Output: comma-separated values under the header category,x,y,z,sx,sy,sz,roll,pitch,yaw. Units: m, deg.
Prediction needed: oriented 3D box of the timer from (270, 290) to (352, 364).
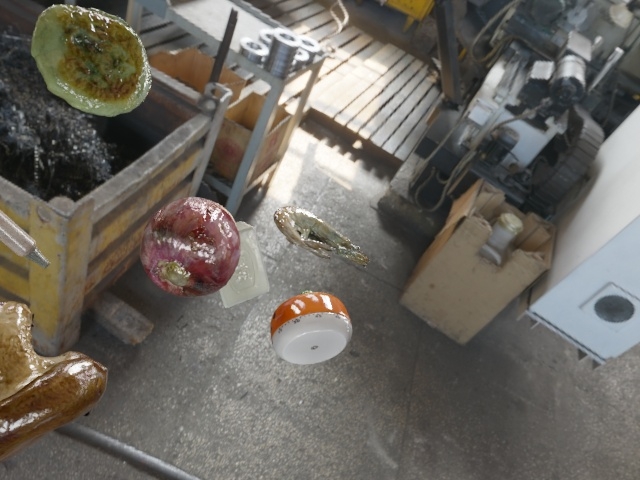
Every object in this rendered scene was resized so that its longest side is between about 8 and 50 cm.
category,x,y,z,sx,sy,sz,roll,pitch,yaw
timer,-0.019,0.130,0.815,0.136,0.099,0.136,-1,43,1

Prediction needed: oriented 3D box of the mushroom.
category,x,y,z,sx,sy,sz,roll,pitch,yaw
mushroom,-0.522,0.264,0.840,0.255,0.267,0.267,33,40,-3

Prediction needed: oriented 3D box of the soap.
category,x,y,z,sx,sy,sz,roll,pitch,yaw
soap,-0.199,0.055,1.185,0.122,0.183,0.064,-21,29,-18

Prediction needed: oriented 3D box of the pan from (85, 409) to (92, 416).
category,x,y,z,sx,sy,sz,roll,pitch,yaw
pan,-0.541,0.336,1.098,0.115,0.068,0.023,42,38,1

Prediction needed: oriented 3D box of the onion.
category,x,y,z,sx,sy,sz,roll,pitch,yaw
onion,-0.198,-0.002,0.807,0.160,0.159,0.194,25,34,-6

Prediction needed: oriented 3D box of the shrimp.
category,x,y,z,sx,sy,sz,roll,pitch,yaw
shrimp,0.000,0.000,1.036,0.224,0.047,0.126,31,30,0

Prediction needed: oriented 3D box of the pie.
category,x,y,z,sx,sy,sz,roll,pitch,yaw
pie,-0.358,-0.289,0.798,0.187,0.041,0.186,10,75,-39

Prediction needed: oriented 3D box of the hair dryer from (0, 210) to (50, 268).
category,x,y,z,sx,sy,sz,roll,pitch,yaw
hair dryer,-0.498,-0.037,0.774,0.220,0.195,0.053,47,38,-26
